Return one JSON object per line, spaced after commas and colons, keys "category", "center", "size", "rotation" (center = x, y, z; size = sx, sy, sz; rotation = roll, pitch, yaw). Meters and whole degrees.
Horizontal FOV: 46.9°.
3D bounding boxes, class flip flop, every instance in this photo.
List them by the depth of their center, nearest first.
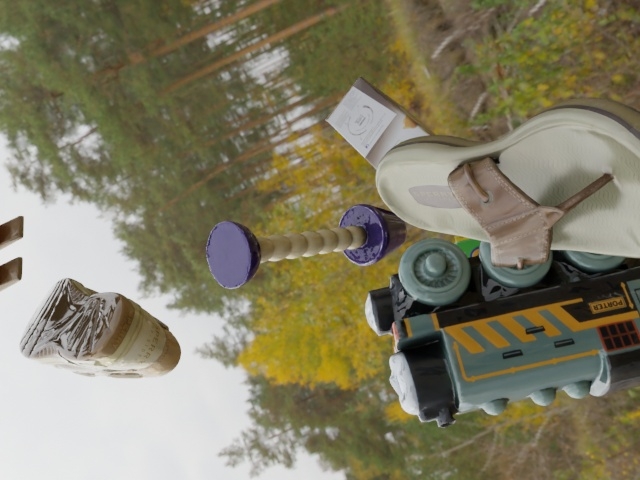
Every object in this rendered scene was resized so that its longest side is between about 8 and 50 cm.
{"category": "flip flop", "center": [0.117, -0.023, 0.485], "size": [0.277, 0.080, 0.112], "rotation": [7, 136, 58]}

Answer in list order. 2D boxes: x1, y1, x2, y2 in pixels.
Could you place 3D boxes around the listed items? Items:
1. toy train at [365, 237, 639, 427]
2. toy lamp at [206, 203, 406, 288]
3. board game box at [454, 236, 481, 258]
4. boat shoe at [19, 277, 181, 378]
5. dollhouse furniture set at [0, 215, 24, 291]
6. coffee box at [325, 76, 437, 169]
{"category": "toy train", "center": [0.222, 0.084, 0.793], "size": [0.142, 0.334, 0.190], "rotation": [81, 176, -62]}
{"category": "toy lamp", "center": [0.000, 0.000, 0.848], "size": [0.275, 0.080, 0.080], "rotation": [-8, -112, -48]}
{"category": "board game box", "center": [0.287, 0.028, 0.915], "size": [0.039, 0.260, 0.124], "rotation": [-75, -31, -71]}
{"category": "boat shoe", "center": [-0.302, 0.130, 0.981], "size": [0.110, 0.121, 0.341], "rotation": [36, 162, -32]}
{"category": "dollhouse furniture set", "center": [-0.537, -0.071, 1.045], "size": [0.262, 0.135, 0.259], "rotation": [39, -148, -51]}
{"category": "coffee box", "center": [0.137, -0.154, 1.221], "size": [0.141, 0.098, 0.246], "rotation": [24, -161, -45]}
